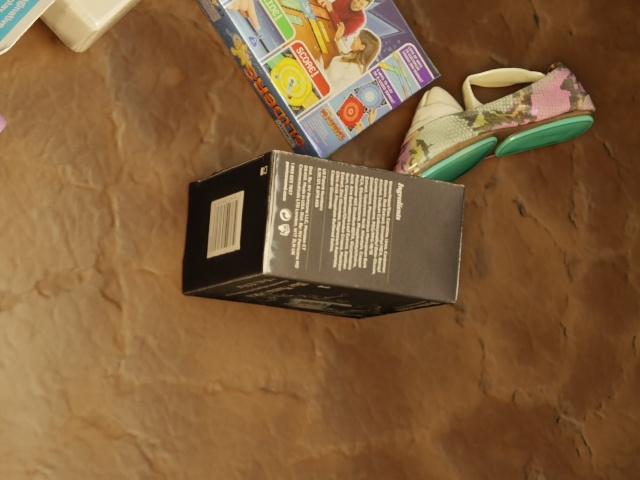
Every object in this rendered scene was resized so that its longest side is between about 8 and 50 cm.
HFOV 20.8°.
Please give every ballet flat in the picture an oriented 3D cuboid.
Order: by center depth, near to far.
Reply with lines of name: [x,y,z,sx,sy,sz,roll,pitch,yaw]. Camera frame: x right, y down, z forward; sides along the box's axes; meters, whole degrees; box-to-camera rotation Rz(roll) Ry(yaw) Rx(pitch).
ballet flat: [0.129,-0.096,1.429,0.221,0.077,0.079,-22,74,-32]

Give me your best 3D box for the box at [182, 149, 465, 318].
box: [0.000,0.000,1.297,0.158,0.156,0.093,8,80,-25]

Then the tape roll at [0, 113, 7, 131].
tape roll: [-0.325,-0.015,1.076,0.090,0.275,0.275,49,66,-11]

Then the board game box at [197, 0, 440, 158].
board game box: [-0.011,-0.178,1.386,0.136,0.035,0.201,-36,99,-25]

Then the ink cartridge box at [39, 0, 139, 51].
ink cartridge box: [-0.166,-0.330,1.297,0.261,0.066,0.296,45,67,-5]

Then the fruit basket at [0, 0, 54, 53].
fruit basket: [-0.248,-0.254,1.078,0.327,0.353,0.165,-53,144,-37]
